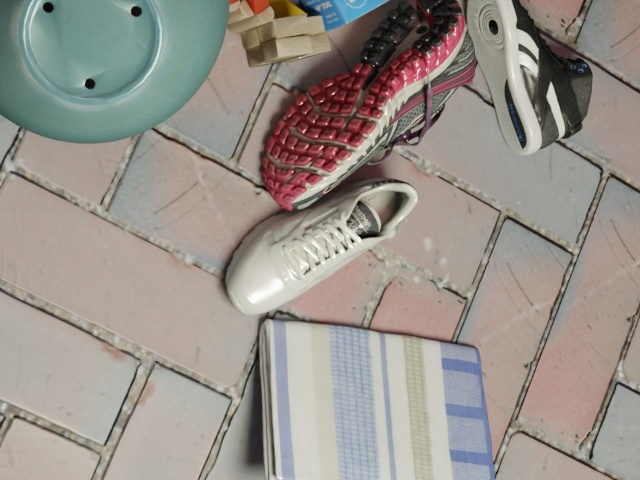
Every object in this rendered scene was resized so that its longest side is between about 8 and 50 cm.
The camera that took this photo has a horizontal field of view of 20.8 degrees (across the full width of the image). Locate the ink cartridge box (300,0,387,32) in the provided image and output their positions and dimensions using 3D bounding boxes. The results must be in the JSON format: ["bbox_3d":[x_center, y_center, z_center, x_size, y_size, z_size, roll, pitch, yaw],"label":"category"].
[{"bbox_3d":[0.010,-0.362,1.920,0.134,0.078,0.231,-33,101,-24],"label":"ink cartridge box"}]

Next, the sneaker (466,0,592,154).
[{"bbox_3d":[0.249,-0.219,2.036,0.121,0.079,0.217,-23,106,-28],"label":"sneaker"}]

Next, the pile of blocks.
[{"bbox_3d":[-0.123,-0.305,1.834,0.362,0.112,0.149,27,76,-23],"label":"pile of blocks"}]

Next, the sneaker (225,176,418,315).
[{"bbox_3d":[0.000,0.000,1.890,0.235,0.095,0.090,-37,105,-21],"label":"sneaker"}]

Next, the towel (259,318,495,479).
[{"bbox_3d":[0.062,0.197,1.917,0.285,0.034,0.209,9,63,-27],"label":"towel"}]

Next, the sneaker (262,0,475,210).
[{"bbox_3d":[0.064,-0.135,1.921,0.299,0.121,0.112,-43,136,-13],"label":"sneaker"}]

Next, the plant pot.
[{"bbox_3d":[-0.222,-0.216,1.677,0.290,0.195,0.290,-3,109,-9],"label":"plant pot"}]
